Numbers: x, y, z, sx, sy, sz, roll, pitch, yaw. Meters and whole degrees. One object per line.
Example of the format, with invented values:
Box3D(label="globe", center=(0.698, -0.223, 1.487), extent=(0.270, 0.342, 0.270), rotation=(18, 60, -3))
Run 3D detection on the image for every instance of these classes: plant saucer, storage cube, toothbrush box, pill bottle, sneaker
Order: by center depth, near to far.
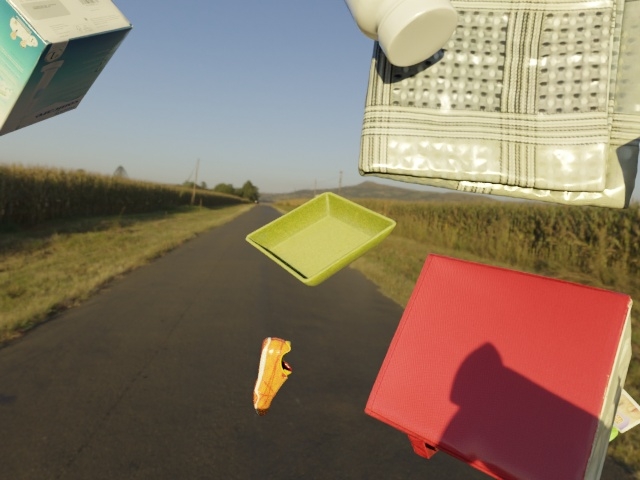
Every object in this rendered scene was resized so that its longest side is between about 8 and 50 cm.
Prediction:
Box3D(label="storage cube", center=(0.198, 0.151, 0.467), extent=(0.193, 0.215, 0.184), rotation=(12, -20, 39))
Box3D(label="pill bottle", center=(0.075, -0.292, 0.486), extent=(0.108, 0.180, 0.108), rotation=(-21, -16, -6))
Box3D(label="plant saucer", center=(0.000, 0.000, 0.734), extent=(0.188, 0.045, 0.188), rotation=(-31, 38, -24))
Box3D(label="toothbrush box", center=(-0.546, -0.358, 0.855), extent=(0.296, 0.126, 0.216), rotation=(-30, 17, 36))
Box3D(label="sneaker", center=(-0.095, 0.278, 0.869), extent=(0.068, 0.175, 0.064), rotation=(12, 18, -5))

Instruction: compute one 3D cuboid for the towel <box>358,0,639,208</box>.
Box3D(label="towel", center=(0.222, -0.208, 0.524), extent=(0.324, 0.312, 0.056), rotation=(8, -7, 10))

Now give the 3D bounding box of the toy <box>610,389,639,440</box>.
Box3D(label="toy", center=(0.409, 0.235, 0.759), extent=(0.056, 0.137, 0.237), rotation=(37, 18, -35))
